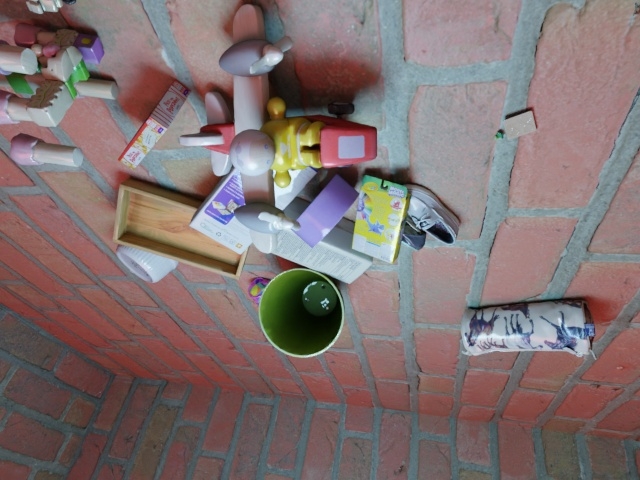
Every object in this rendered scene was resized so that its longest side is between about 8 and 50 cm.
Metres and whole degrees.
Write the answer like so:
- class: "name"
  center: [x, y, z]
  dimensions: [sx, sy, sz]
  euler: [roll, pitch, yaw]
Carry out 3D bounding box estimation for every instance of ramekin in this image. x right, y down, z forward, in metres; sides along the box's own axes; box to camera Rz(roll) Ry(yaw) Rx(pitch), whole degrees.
- class: "ramekin"
  center: [-0.624, 0.058, 1.447]
  dimensions: [0.207, 0.109, 0.207]
  euler: [25, 147, 18]

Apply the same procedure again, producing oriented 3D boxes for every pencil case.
- class: "pencil case"
  center: [0.691, 0.307, 1.378]
  dimensions: [0.410, 0.184, 0.160]
  euler: [-11, 138, 30]
- class: "pencil case"
  center: [-0.201, 0.246, 1.638]
  dimensions: [0.104, 0.104, 0.236]
  euler: [-4, 143, 21]

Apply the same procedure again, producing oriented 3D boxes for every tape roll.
- class: "tape roll"
  center: [0.010, -0.077, 1.051]
  dimensions: [0.080, 0.189, 0.189]
  euler: [40, 139, -4]

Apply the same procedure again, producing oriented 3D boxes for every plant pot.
- class: "plant pot"
  center: [-0.032, 0.223, 1.390]
  dimensions: [0.274, 0.275, 0.293]
  euler: [4, -179, 12]

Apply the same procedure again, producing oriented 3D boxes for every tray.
- class: "tray"
  center: [-0.426, -0.034, 1.285]
  dimensions: [0.410, 0.076, 0.203]
  euler: [18, 116, -6]

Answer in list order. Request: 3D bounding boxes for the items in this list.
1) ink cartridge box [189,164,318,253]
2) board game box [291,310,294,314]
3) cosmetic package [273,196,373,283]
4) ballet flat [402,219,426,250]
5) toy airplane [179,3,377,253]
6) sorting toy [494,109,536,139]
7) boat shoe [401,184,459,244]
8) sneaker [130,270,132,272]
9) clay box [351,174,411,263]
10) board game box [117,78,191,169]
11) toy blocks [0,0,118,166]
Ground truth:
- class: "ink cartridge box"
  center: [-0.188, -0.125, 1.115]
  dimensions: [0.175, 0.069, 0.371]
  euler: [33, 123, -25]
- class: "board game box"
  center: [-0.083, 0.287, 1.600]
  dimensions: [0.047, 0.160, 0.210]
  euler: [-35, 128, 11]
- class: "cosmetic package"
  center: [0.000, 0.000, 1.220]
  dimensions: [0.296, 0.129, 0.153]
  euler: [24, 141, -14]
- class: "ballet flat"
  center: [0.213, -0.039, 1.165]
  dimensions: [0.203, 0.074, 0.074]
  euler: [23, 143, -4]
- class: "toy airplane"
  center: [-0.128, -0.206, 0.845]
  dimensions: [0.386, 0.272, 0.384]
  euler: [46, 116, -7]
- class: "sorting toy"
  center: [0.413, -0.243, 0.870]
  dimensions: [0.083, 0.012, 0.062]
  euler: [-16, 140, 28]
- class: "boat shoe"
  center: [0.290, -0.064, 1.085]
  dimensions: [0.227, 0.081, 0.079]
  euler: [32, 140, -22]
- class: "sneaker"
  center: [-0.705, 0.119, 1.646]
  dimensions: [0.074, 0.063, 0.170]
  euler: [-1, 146, 19]
- class: "clay box"
  center: [0.161, -0.061, 1.076]
  dimensions: [0.127, 0.053, 0.222]
  euler: [21, 123, 24]
- class: "board game box"
  center: [-0.394, -0.271, 0.962]
  dimensions: [0.045, 0.147, 0.193]
  euler: [36, 137, -28]
- class: "toy blocks"
  center: [-0.613, -0.350, 0.802]
  dimensions: [0.260, 0.289, 0.309]
  euler: [8, 147, -2]
